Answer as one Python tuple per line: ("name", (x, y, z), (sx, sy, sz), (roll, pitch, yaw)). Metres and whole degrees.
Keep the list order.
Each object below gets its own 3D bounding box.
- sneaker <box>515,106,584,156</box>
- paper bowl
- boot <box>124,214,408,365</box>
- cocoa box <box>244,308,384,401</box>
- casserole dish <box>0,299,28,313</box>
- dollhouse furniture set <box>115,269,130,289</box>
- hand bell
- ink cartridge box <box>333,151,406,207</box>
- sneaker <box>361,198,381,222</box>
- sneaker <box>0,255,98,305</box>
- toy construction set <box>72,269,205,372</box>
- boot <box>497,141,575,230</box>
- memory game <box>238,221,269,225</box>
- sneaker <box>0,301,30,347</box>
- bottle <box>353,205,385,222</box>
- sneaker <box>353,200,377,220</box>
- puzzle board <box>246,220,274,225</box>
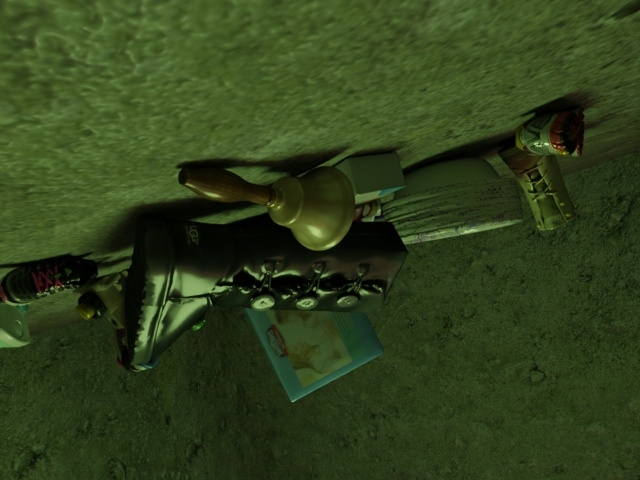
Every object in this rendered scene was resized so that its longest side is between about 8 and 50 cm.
("sneaker", (0.408, -0.192, 0.856), (0.092, 0.088, 0.225), (5, -170, 37))
("paper bowl", (0.273, -0.083, 1.039), (0.284, 0.148, 0.284), (-10, 175, -1))
("boot", (-0.108, 0.096, 0.885), (0.445, 0.146, 0.367), (-1, 148, -29))
("cocoa box", (-0.051, 0.135, 1.098), (0.231, 0.347, 0.228), (-26, -178, -10))
("casserole dish", (-0.755, 0.169, 1.149), (0.114, 0.037, 0.188), (-14, 176, -28))
("dollhouse furniture set", (-0.477, 0.112, 1.279), (0.114, 0.091, 0.081), (-17, -168, -39))
("hand bell", (-0.075, -0.057, 0.624), (0.126, 0.126, 0.242), (-20, 163, 36))
("ink cartridge box", (0.042, -0.085, 0.817), (0.104, 0.062, 0.181), (-13, 175, -34))
("sneaker", (0.119, -0.080, 1.295), (0.061, 0.054, 0.152), (-3, 170, -5))
("sneaker", (-0.445, 0.061, 0.811), (0.074, 0.063, 0.170), (-18, 180, 22))
("toy construction set", (-0.415, 0.114, 1.081), (0.257, 0.237, 0.309), (-46, -155, -19))
("boot", (0.479, -0.122, 1.063), (0.095, 0.204, 0.262), (-19, 175, 32))
("memory game", (-0.203, -0.013, 1.119), (0.186, 0.012, 0.186), (-16, 175, -1))
("sneaker", (-0.733, 0.189, 1.005), (0.151, 0.094, 0.256), (-21, 161, -5))
("bottle", (0.116, -0.041, 1.428), (0.282, 0.092, 0.118), (-14, -179, -36))
("sneaker", (0.045, -0.062, 1.148), (0.084, 0.070, 0.185), (-1, 160, -41))
("puzzle board", (-0.169, -0.015, 1.064), (0.096, 0.011, 0.128), (-12, 173, -44))
